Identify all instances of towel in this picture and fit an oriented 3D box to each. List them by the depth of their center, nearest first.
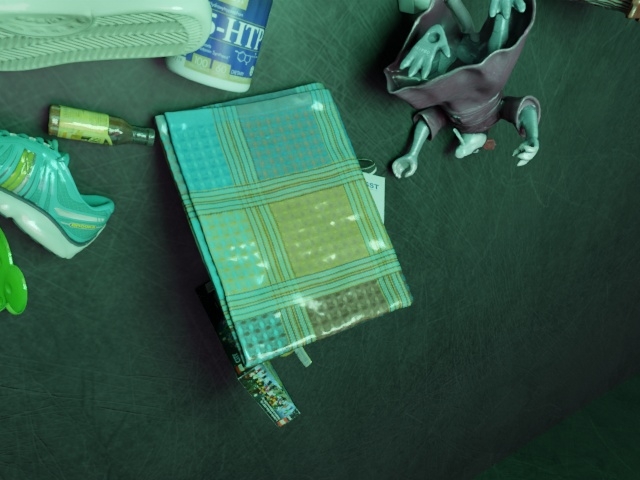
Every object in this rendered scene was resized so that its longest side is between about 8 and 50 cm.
[{"bbox_3d":[-0.046,-0.043,0.684,0.272,0.369,0.040,-17,168,-21],"label":"towel"}]

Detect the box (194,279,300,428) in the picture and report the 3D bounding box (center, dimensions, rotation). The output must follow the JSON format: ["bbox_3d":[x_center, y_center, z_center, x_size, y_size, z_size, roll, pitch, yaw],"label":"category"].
[{"bbox_3d":[-0.128,0.184,0.824,0.044,0.233,0.159,-32,130,-10],"label":"box"}]

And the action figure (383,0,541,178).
[{"bbox_3d":[0.234,-0.255,0.812,0.370,0.248,0.275,27,67,-64],"label":"action figure"}]

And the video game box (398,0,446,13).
[{"bbox_3d":[0.193,-0.469,0.716,0.187,0.048,0.205,-28,130,-15],"label":"video game box"}]

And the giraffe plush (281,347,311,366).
[{"bbox_3d":[-0.019,0.107,0.896,0.182,0.210,0.171,-26,172,37],"label":"giraffe plush"}]

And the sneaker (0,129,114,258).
[{"bbox_3d":[-0.375,-0.092,0.603,0.110,0.107,0.275,-46,141,-12],"label":"sneaker"}]

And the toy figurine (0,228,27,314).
[{"bbox_3d":[-0.498,0.052,0.624,0.160,0.130,0.173,-9,149,-10],"label":"toy figurine"}]

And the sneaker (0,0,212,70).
[{"bbox_3d":[-0.294,-0.277,0.510,0.351,0.131,0.147,-4,83,-8],"label":"sneaker"}]

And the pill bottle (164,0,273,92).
[{"bbox_3d":[-0.119,-0.292,0.602,0.112,0.112,0.186,5,117,-33],"label":"pill bottle"}]

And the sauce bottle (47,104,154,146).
[{"bbox_3d":[-0.287,-0.147,0.641,0.128,0.042,0.042,5,116,-31],"label":"sauce bottle"}]

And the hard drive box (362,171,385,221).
[{"bbox_3d":[0.000,0.000,0.762,0.181,0.231,0.089,11,157,-18],"label":"hard drive box"}]

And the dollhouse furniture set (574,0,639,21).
[{"bbox_3d":[0.451,-0.532,0.698,0.152,0.201,0.373,-21,132,-46],"label":"dollhouse furniture set"}]

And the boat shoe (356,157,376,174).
[{"bbox_3d":[0.041,-0.131,0.847,0.125,0.046,0.038,-8,128,-17],"label":"boat shoe"}]
